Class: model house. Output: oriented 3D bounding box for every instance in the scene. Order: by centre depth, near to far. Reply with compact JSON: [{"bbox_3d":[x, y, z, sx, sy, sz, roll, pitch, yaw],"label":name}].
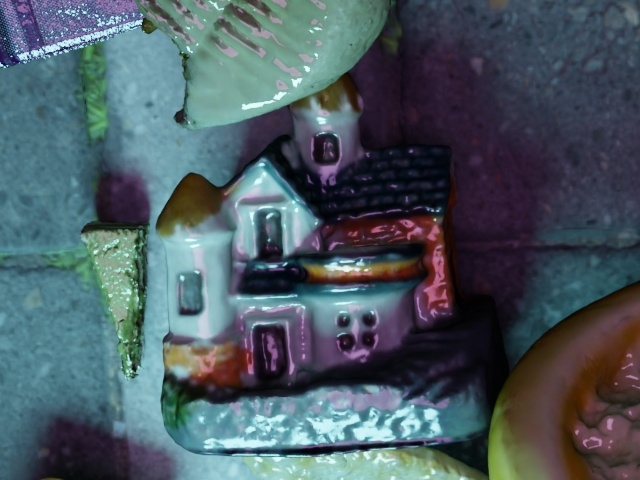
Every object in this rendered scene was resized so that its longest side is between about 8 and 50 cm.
[{"bbox_3d":[0.000,0.000,1.438,0.271,0.190,0.300,-3,99,12],"label":"model house"}]

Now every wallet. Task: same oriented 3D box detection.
[{"bbox_3d":[-0.201,-0.213,1.489,0.166,0.030,0.111,-16,100,8],"label":"wallet"}]

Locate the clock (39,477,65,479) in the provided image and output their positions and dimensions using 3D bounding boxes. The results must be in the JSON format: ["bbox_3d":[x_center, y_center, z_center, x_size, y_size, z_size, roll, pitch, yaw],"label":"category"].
[{"bbox_3d":[-0.213,0.313,1.531,0.143,0.096,0.202,20,69,-1],"label":"clock"}]

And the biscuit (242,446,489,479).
[{"bbox_3d":[0.050,0.211,1.511,0.265,0.040,0.188,25,143,-26],"label":"biscuit"}]

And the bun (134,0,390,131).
[{"bbox_3d":[-0.056,-0.242,1.380,0.282,0.205,0.281,8,116,16],"label":"bun"}]

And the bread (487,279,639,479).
[{"bbox_3d":[0.336,0.182,1.370,0.424,0.329,0.245,-15,121,-14],"label":"bread"}]

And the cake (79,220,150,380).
[{"bbox_3d":[-0.157,0.047,1.533,0.055,0.051,0.140,-13,103,6],"label":"cake"}]
